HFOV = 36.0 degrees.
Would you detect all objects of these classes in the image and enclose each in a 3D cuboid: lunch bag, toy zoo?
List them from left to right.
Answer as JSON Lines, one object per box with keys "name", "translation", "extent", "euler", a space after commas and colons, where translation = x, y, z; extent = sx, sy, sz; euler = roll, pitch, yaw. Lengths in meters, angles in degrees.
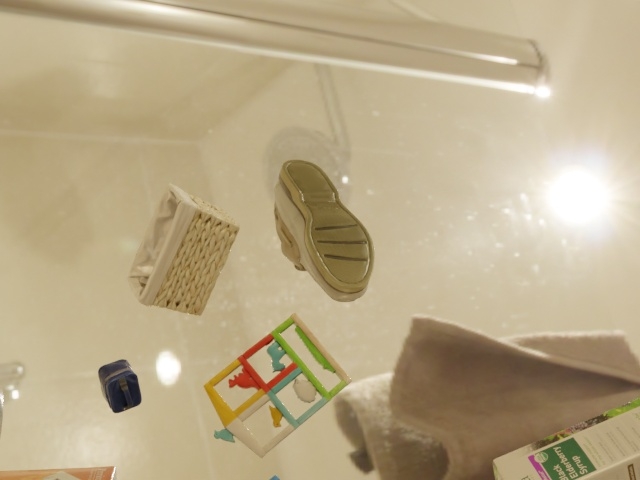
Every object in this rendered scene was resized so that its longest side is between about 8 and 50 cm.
{"name": "lunch bag", "translation": [-0.393, 0.292, 1.938], "extent": [0.065, 0.067, 0.098], "euler": [43, -34, 49]}
{"name": "toy zoo", "translation": [-0.106, 0.313, 2.046], "extent": [0.192, 0.293, 0.030], "euler": [50, -15, 10]}

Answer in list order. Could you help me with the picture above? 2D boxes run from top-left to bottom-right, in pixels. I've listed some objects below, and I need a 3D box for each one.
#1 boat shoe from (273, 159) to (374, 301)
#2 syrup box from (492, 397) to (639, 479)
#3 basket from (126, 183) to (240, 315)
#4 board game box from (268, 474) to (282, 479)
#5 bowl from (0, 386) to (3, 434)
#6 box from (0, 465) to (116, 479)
{"name": "boat shoe", "translation": [0.000, 0.000, 1.559], "extent": [0.302, 0.113, 0.103], "euler": [-112, -146, -46]}
{"name": "syrup box", "translation": [0.359, 0.307, 1.305], "extent": [0.093, 0.237, 0.096], "euler": [-118, -172, -58]}
{"name": "basket", "translation": [-0.202, 0.017, 1.460], "extent": [0.167, 0.103, 0.113], "euler": [-66, -155, 8]}
{"name": "board game box", "translation": [-0.119, 0.634, 1.881], "extent": [0.302, 0.308, 0.086], "euler": [25, -33, 57]}
{"name": "bowl", "translation": [-0.652, 0.332, 1.708], "extent": [0.311, 0.163, 0.311], "euler": [-37, -132, 54]}
{"name": "box", "translation": [-0.466, 0.440, 1.380], "extent": [0.215, 0.346, 0.168], "euler": [-127, -143, -78]}
